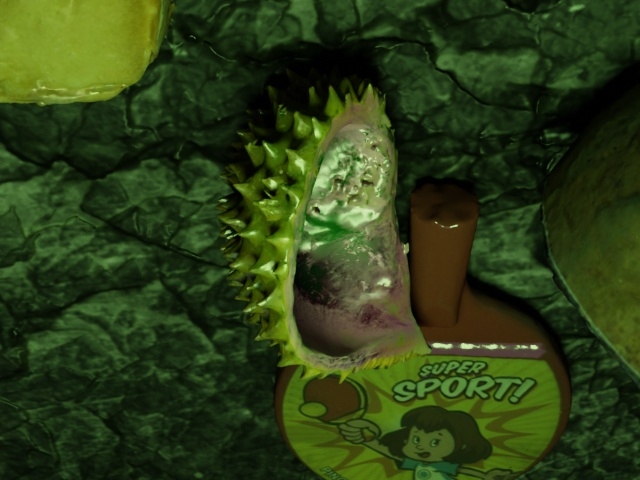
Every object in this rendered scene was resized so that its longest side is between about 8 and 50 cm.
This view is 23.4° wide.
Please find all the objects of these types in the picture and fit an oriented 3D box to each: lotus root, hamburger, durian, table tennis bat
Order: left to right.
[{"bbox_3d":[-0.231,-0.205,0.983,0.283,0.144,0.259,2,139,-7],"label":"hamburger"},{"bbox_3d":[-0.015,0.002,1.154,0.154,0.186,0.260,1,111,15],"label":"durian"},{"bbox_3d":[0.093,0.108,1.357,0.268,0.051,0.414,2,137,0],"label":"table tennis bat"},{"bbox_3d":[0.308,-0.010,1.097,0.272,0.272,0.192,24,123,-22],"label":"lotus root"}]
